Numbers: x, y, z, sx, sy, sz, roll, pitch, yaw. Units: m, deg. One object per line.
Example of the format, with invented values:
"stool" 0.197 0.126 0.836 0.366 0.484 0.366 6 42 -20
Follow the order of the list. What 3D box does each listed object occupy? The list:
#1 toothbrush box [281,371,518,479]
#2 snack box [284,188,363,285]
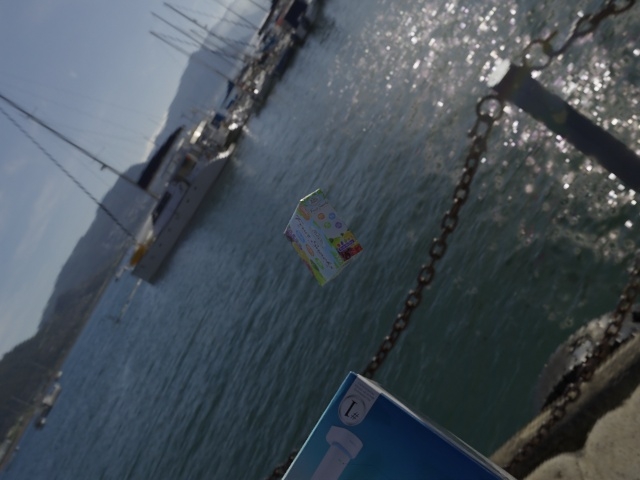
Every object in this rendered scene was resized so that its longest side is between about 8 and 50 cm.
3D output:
"toothbrush box" 0.056 0.335 0.707 0.216 0.126 0.296 29 84 32
"snack box" 0.000 0.000 0.884 0.037 0.100 0.141 -34 -7 -20
